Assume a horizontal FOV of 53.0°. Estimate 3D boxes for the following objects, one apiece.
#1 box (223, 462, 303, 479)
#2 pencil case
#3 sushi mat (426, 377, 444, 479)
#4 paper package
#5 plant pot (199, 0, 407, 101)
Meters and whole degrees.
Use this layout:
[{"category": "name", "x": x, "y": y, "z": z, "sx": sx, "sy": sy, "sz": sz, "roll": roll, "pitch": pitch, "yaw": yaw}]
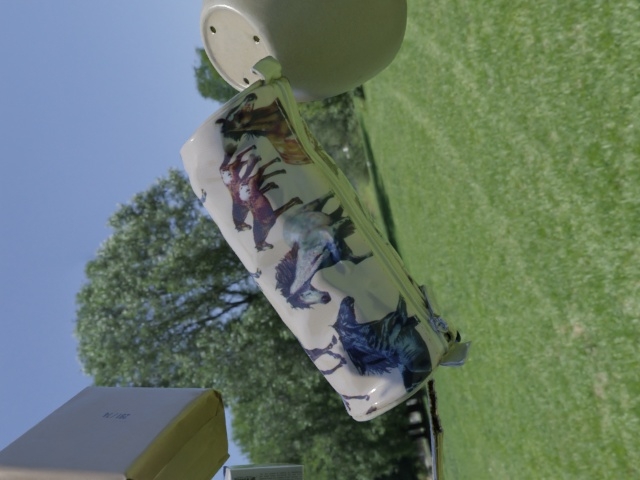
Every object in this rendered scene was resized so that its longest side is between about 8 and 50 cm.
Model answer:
[{"category": "box", "x": -0.094, "y": 0.408, "z": 1.011, "sx": 0.203, "sy": 0.114, "sz": 0.103, "roll": 124, "pitch": 146, "yaw": -69}, {"category": "pencil case", "x": 0.000, "y": 0.000, "z": 0.754, "sx": 0.410, "sy": 0.183, "sz": 0.160, "roll": 56, "pitch": -152, "yaw": -2}, {"category": "sushi mat", "x": 0.195, "y": 0.399, "z": 1.069, "sx": 0.151, "sy": 0.019, "sz": 0.316, "roll": -80, "pitch": -15, "yaw": -65}, {"category": "paper package", "x": -0.387, "y": 0.414, "z": 1.210, "sx": 0.309, "sy": 0.325, "sz": 0.168, "roll": -38, "pitch": -58, "yaw": -65}, {"category": "plant pot", "x": -0.053, "y": -0.301, "z": 0.879, "sx": 0.191, "sy": 0.284, "sz": 0.284, "roll": -45, "pitch": -43, "yaw": -30}]
